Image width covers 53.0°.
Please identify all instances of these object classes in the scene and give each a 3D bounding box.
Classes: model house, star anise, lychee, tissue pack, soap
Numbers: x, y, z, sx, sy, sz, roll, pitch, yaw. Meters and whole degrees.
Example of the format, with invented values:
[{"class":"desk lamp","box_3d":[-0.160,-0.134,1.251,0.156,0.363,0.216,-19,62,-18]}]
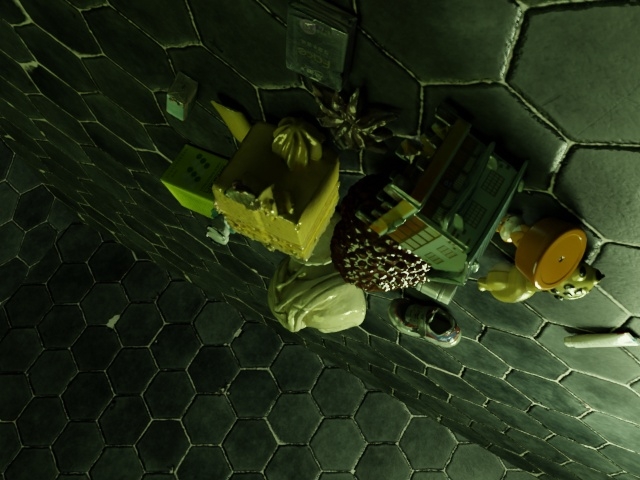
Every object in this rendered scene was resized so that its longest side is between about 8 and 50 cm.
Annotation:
[{"class":"model house","box_3d":[0.210,-0.071,1.096,0.215,0.224,0.198,35,160,-3]},{"class":"star anise","box_3d":[0.056,-0.228,1.197,0.195,0.065,0.182,39,159,-6]},{"class":"lychee","box_3d":[0.158,-0.013,1.304,0.271,0.271,0.271,29,160,11]},{"class":"tissue pack","box_3d":[0.000,-0.327,1.066,0.112,0.051,0.156,28,159,8]},{"class":"soap","box_3d":[-0.193,-0.275,1.507,0.089,0.033,0.168,17,155,32]},{"class":"tissue pack","box_3d":[-0.326,-0.337,1.508,0.059,0.074,0.094,27,160,-6]}]

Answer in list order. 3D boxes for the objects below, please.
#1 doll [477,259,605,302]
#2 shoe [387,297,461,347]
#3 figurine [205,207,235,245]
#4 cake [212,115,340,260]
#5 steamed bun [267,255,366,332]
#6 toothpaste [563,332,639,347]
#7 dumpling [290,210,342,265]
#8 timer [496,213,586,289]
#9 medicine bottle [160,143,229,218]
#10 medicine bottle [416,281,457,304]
[{"class":"doll","box_3d":[0.441,0.083,1.313,0.117,0.086,0.291,21,164,-23]},{"class":"shoe","box_3d":[0.299,0.230,1.844,0.228,0.099,0.125,23,166,13]},{"class":"figurine","box_3d":[-0.204,-0.097,1.641,0.110,0.245,0.138,33,154,5]},{"class":"cake","box_3d":[-0.092,-0.127,1.423,0.222,0.227,0.286,22,160,16]},{"class":"steamed bun","box_3d":[-0.021,0.147,1.938,0.289,0.276,0.203,48,164,45]},{"class":"toothpaste","box_3d":[0.630,0.225,1.450,0.048,0.031,0.190,41,156,-14]},{"class":"dumpling","box_3d":[0.003,0.001,1.662,0.216,0.166,0.126,31,163,29]},{"class":"timer","box_3d":[0.386,-0.001,1.186,0.152,0.132,0.132,42,172,45]},{"class":"medicine bottle","box_3d":[-0.302,-0.153,1.807,0.250,0.137,0.141,23,158,29]},{"class":"medicine bottle","box_3d":[0.300,0.121,1.655,0.091,0.058,0.058,27,159,17]}]
